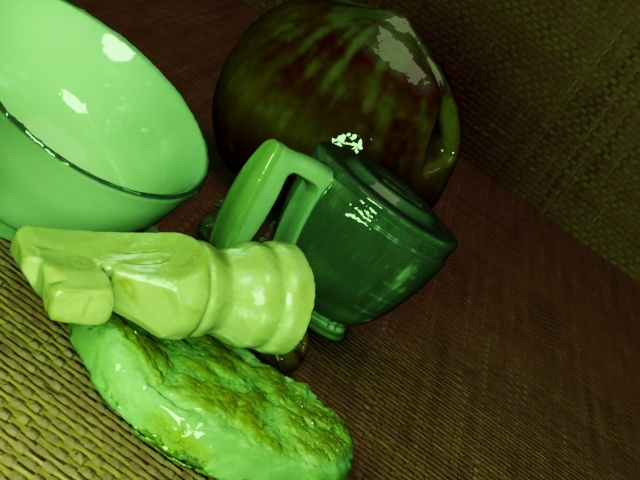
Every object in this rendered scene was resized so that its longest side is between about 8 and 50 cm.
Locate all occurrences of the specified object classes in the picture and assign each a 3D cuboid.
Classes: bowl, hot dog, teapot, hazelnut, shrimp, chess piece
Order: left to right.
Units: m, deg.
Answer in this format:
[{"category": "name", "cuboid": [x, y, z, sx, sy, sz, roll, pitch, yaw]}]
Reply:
[{"category": "bowl", "cuboid": [-0.320, -0.117, 1.630, 0.354, 0.185, 0.354, 35, 25, -19]}, {"category": "chess piece", "cuboid": [-0.164, 0.044, 1.444, 0.301, 0.137, 0.137, 9, 27, -29]}, {"category": "shrimp", "cuboid": [-0.121, -0.018, 2.035, 0.073, 0.075, 0.190, 7, -5, 19]}, {"category": "hot dog", "cuboid": [-0.077, 0.104, 1.773, 0.147, 0.065, 0.099, 38, 25, 1]}, {"category": "teapot", "cuboid": [0.018, 0.014, 1.914, 0.239, 0.239, 0.321, 40, 11, 19]}, {"category": "hazelnut", "cuboid": [0.039, -0.196, 2.383, 0.429, 0.402, 0.402, 37, 15, 26]}]

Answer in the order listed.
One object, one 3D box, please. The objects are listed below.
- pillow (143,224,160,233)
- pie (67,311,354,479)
[{"category": "pillow", "cuboid": [-0.243, 0.000, 1.765, 0.148, 0.050, 0.230, 13, 26, -40]}, {"category": "pie", "cuboid": [-0.125, 0.151, 1.513, 0.371, 0.078, 0.296, 42, 16, 27]}]
